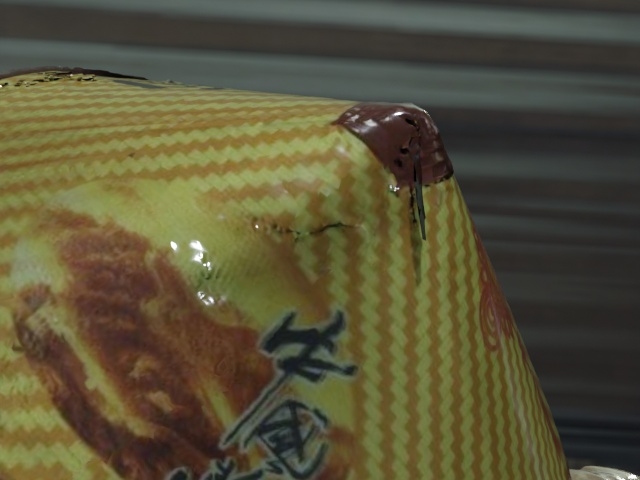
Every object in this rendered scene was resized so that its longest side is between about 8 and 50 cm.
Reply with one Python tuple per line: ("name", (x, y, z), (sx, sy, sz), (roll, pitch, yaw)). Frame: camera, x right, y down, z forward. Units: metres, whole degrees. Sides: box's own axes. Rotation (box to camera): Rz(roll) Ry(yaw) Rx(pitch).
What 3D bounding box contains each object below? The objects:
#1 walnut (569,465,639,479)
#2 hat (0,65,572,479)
("walnut", (0.181, 0.224, 1.033), (0.140, 0.140, 0.162), (96, -29, -54))
("hat", (0.000, 0.000, 0.383), (0.082, 0.193, 0.193), (-55, -160, 32))
